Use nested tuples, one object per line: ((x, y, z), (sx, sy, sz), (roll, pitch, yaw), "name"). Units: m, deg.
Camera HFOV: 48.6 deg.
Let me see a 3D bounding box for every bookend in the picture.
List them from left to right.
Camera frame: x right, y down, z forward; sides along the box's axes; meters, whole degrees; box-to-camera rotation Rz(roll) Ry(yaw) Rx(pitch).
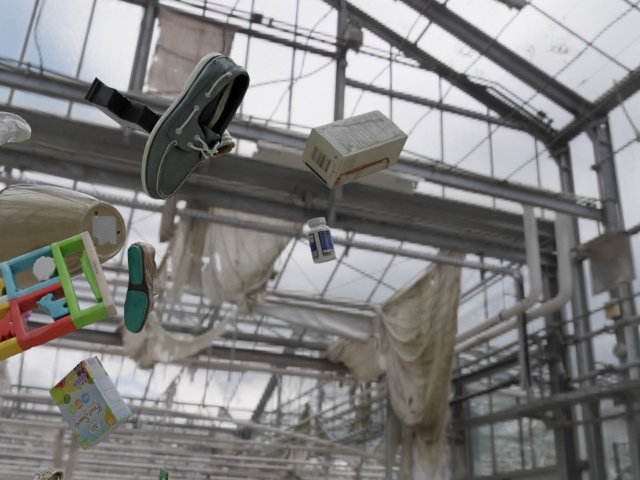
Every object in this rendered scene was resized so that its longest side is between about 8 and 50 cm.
((-0.545, -0.373, 1.983), (0.156, 0.072, 0.157), (20, -10, 30), "bookend")

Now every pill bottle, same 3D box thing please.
((0.000, 0.000, 1.963), (0.067, 0.120, 0.067), (-12, -9, -2), "pill bottle")

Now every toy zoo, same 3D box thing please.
((-0.510, 0.105, 1.195), (0.293, 0.192, 0.030), (-23, -40, -14), "toy zoo")

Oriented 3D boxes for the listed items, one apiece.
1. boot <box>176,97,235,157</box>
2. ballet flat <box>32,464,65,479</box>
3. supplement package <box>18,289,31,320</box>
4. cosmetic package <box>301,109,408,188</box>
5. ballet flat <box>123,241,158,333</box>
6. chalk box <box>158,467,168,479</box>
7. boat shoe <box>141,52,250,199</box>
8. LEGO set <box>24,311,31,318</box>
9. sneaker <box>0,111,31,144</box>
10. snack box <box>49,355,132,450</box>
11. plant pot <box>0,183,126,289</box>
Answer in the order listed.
((-0.270, -0.285, 1.745), (0.077, 0.165, 0.213), (-32, 3, 6), "boot")
((-0.707, 0.654, 1.801), (0.077, 0.091, 0.241), (0, 21, -7), "ballet flat")
((-1.058, 0.132, 2.394), (0.176, 0.292, 0.177), (-10, -43, 30), "supplement package")
((0.105, -0.282, 2.154), (0.296, 0.153, 0.129), (-22, -32, -39), "cosmetic package")
((-0.600, 0.159, 2.415), (0.108, 0.315, 0.106), (11, 10, 25), "ballet flat")
((-0.450, 0.816, 2.064), (0.179, 0.288, 0.180), (-10, -4, -26), "chalk box")
((-0.242, -0.214, 1.387), (0.099, 0.319, 0.116), (28, -1, 31), "boat shoe")
((-0.947, 0.251, 2.079), (0.227, 0.087, 0.093), (-25, -79, 30), "LEGO set")
((-0.957, -0.296, 2.024), (0.114, 0.152, 0.305), (-27, -11, 24), "sneaker")
((-0.659, 0.466, 2.029), (0.174, 0.207, 0.070), (-41, -12, 24), "snack box")
((-0.589, -0.017, 1.628), (0.274, 0.256, 0.256), (-4, -24, 32), "plant pot")
